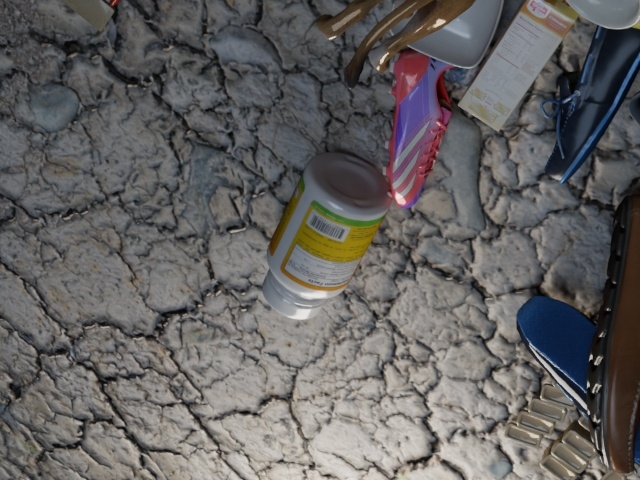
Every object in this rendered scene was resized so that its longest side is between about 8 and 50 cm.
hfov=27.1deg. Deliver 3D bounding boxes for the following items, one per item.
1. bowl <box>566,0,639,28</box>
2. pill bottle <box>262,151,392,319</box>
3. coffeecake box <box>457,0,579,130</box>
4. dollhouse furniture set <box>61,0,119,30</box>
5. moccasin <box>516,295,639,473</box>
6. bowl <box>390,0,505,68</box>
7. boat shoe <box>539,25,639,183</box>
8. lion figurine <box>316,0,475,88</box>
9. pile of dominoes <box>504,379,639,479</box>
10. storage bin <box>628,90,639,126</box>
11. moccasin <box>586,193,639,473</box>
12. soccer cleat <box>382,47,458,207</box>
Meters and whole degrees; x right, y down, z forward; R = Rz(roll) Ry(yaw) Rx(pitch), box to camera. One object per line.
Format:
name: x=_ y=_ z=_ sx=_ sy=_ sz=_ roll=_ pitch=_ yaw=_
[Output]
bowl: x=0.361 y=-0.337 z=1.532 sx=0.289 sy=0.156 sz=0.289 roll=32 pitch=158 yaw=15
pill bottle: x=0.000 y=0.000 z=1.987 sx=0.136 sy=0.136 sz=0.245 roll=30 pitch=127 yaw=4
coffeecake box: x=0.266 y=-0.254 z=1.710 sx=0.068 sy=0.142 sz=0.185 roll=33 pitch=127 yaw=1
dollhouse furniture set: x=-0.204 y=-0.412 z=1.749 sx=0.135 sy=0.262 sz=0.259 roll=39 pitch=126 yaw=-6
moccasin: x=0.426 y=0.205 z=1.926 sx=0.138 sy=0.117 sz=0.342 roll=-40 pitch=84 yaw=-3
bowl: x=0.174 y=-0.313 z=1.770 sx=0.142 sy=0.053 sz=0.142 roll=25 pitch=125 yaw=8
boat shoe: x=0.355 y=-0.200 z=1.746 sx=0.089 sy=0.109 sz=0.258 roll=31 pitch=111 yaw=12
lion figurine: x=0.150 y=-0.325 z=1.561 sx=0.240 sy=0.392 sz=0.142 roll=-26 pitch=118 yaw=29
pile of dominoes: x=0.427 y=0.268 z=2.041 sx=0.196 sy=0.040 sz=0.251 roll=36 pitch=119 yaw=1
storage bin: x=0.466 y=-0.161 z=1.711 sx=0.098 sy=0.091 sz=0.135 roll=-34 pitch=101 yaw=35
moccasin: x=0.448 y=0.130 z=1.806 sx=0.147 sy=0.139 sz=0.380 roll=11 pitch=84 yaw=4
soccer cleat: x=0.143 y=-0.152 z=1.869 sx=0.095 sy=0.083 sz=0.248 roll=8 pitch=120 yaw=14
